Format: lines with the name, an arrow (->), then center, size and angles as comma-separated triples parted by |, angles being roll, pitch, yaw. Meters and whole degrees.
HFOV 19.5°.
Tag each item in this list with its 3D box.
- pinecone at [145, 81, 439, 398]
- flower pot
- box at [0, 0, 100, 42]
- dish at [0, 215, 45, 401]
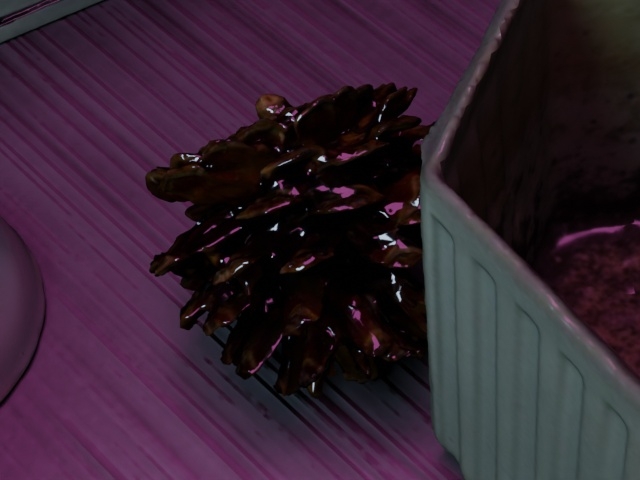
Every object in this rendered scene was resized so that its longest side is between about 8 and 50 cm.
pinecone -> -0.001, 0.000, 0.746 | 0.140, 0.140, 0.121 | -17, 85, -6
flower pot -> 0.153, 0.014, 0.673 | 0.209, 0.190, 0.239 | 17, 58, 18
box -> -0.191, -0.204, 0.855 | 0.225, 0.225, 0.117 | -24, 54, -11
dish -> -0.192, 0.014, 0.782 | 0.141, 0.078, 0.141 | -3, 52, 4
